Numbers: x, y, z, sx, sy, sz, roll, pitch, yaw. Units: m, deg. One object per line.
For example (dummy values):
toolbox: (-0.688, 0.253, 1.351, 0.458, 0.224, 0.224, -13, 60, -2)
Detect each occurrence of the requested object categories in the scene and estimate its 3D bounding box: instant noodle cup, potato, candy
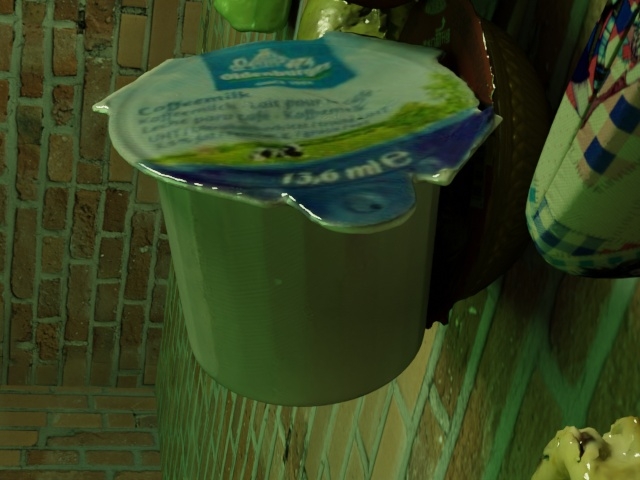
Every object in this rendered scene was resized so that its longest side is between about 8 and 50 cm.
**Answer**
instant noodle cup: (0.123, -0.065, 0.886, 0.274, 0.091, 0.274, -177, 90, -76)
potato: (0.048, -0.179, 1.122, 0.169, 0.144, 0.248, 86, -174, -48)
candy: (-0.088, -0.498, 1.770, 0.142, 0.132, 0.343, -79, 0, -61)

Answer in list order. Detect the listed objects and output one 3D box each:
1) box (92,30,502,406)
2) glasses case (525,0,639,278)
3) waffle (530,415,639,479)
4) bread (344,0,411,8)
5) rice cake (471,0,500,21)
box: (0.000, 0.000, 0.786, 0.291, 0.262, 0.206, -126, 27, -53)
glasses case: (0.196, -0.098, 0.519, 0.327, 0.125, 0.076, 108, 151, -45)
waffle: (0.177, 0.302, 0.551, 0.376, 0.114, 0.261, -101, 22, -45)
bread: (0.047, -0.355, 0.883, 0.295, 0.114, 0.327, 29, 102, 54)
rice cake: (0.141, -0.231, 0.934, 0.290, 0.051, 0.081, 109, 160, -49)
